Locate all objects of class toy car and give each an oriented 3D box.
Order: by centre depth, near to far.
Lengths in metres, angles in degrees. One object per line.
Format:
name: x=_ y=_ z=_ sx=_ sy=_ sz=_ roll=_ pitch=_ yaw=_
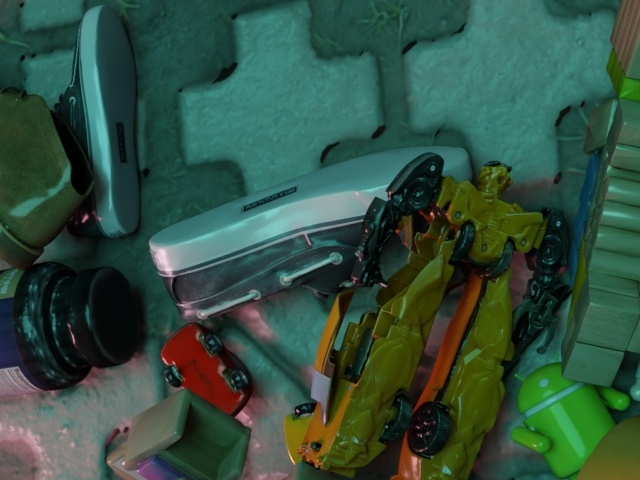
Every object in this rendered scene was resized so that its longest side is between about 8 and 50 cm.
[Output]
toy car: x=-0.062 y=0.212 z=1.622 sx=0.239 sy=0.053 sz=0.225 roll=19 pitch=90 yaw=26

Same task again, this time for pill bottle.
pill bottle: x=-0.289 y=0.087 z=1.705 sx=0.219 sy=0.123 sz=0.122 roll=-10 pitch=78 yaw=23

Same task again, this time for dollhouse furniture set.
dollhouse furniture set: x=-0.083 y=0.337 z=1.400 sx=0.198 sy=0.286 sz=0.303 roll=-37 pitch=29 yaw=37

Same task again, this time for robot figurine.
robot figurine: x=0.208 y=0.153 z=1.496 sx=0.101 sy=0.067 sz=0.115 roll=-25 pitch=80 yaw=-23
robot figurine: x=0.093 y=0.068 z=1.509 sx=0.085 sy=0.211 sz=0.291 roll=15 pitch=83 yaw=61

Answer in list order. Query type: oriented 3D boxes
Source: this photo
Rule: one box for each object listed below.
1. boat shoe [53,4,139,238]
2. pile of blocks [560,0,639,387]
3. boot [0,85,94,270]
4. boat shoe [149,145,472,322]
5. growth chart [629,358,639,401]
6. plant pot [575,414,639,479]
boat shoe: x=-0.224 y=-0.112 z=1.737 sx=0.076 sy=0.080 sz=0.228 roll=-7 pitch=87 yaw=22
pile of blocks: x=0.284 y=-0.055 z=1.483 sx=0.113 sy=0.149 sz=0.362 roll=12 pitch=90 yaw=-4
boot: x=-0.301 y=-0.107 z=1.729 sx=0.115 sy=0.112 sz=0.305 roll=-42 pitch=49 yaw=10
boat shoe: x=0.000 y=0.000 z=1.607 sx=0.301 sy=0.108 sz=0.102 roll=-19 pitch=107 yaw=8
growth chart: x=0.368 y=0.106 z=1.462 sx=0.237 sy=0.021 sz=0.172 roll=20 pitch=91 yaw=25
plant pot: x=0.302 y=0.229 z=1.389 sx=0.188 sy=0.205 sz=0.205 roll=24 pitch=92 yaw=41
